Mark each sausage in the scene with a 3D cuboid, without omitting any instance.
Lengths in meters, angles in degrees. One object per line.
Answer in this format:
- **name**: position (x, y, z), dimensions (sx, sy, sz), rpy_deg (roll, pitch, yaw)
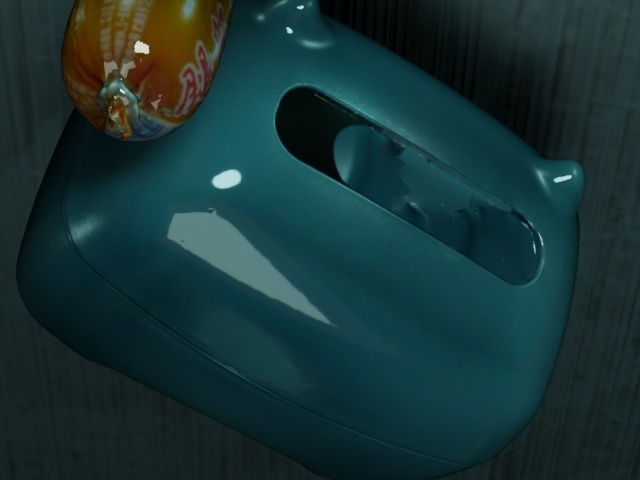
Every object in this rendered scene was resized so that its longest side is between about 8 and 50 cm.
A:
- **sausage**: position (-0.073, -0.119, 0.688), dimensions (0.071, 0.234, 0.071), rpy_deg (3, 131, 3)

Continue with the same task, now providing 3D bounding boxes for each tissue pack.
- **tissue pack**: position (0.000, 0.000, 0.800), dimensions (0.287, 0.198, 0.206), rpy_deg (31, 144, -19)
